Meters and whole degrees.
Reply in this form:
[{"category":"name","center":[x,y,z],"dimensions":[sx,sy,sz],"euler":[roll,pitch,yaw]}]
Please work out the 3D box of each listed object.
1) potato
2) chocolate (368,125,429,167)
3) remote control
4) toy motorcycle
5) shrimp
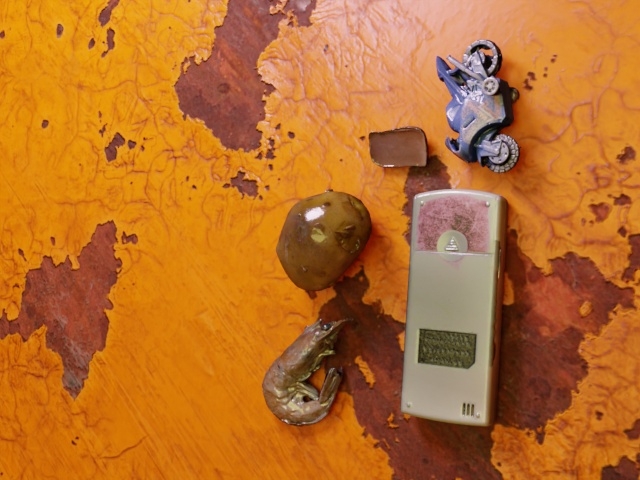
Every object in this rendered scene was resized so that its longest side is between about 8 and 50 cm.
[{"category":"potato","center":[0.000,0.000,1.298],"dimensions":[0.137,0.137,0.176],"euler":[44,110,24]},{"category":"chocolate","center":[0.125,-0.145,1.288],"dimensions":[0.101,0.031,0.064],"euler":[-3,103,33]},{"category":"remote control","center":[0.198,0.095,1.220],"dimensions":[0.145,0.050,0.343],"euler":[4,88,30]},{"category":"toy motorcycle","center":[0.229,-0.191,1.213],"dimensions":[0.114,0.076,0.205],"euler":[-15,78,35]},{"category":"shrimp","center":[-0.009,0.213,1.334],"dimensions":[0.126,0.047,0.223],"euler":[47,114,16]}]
